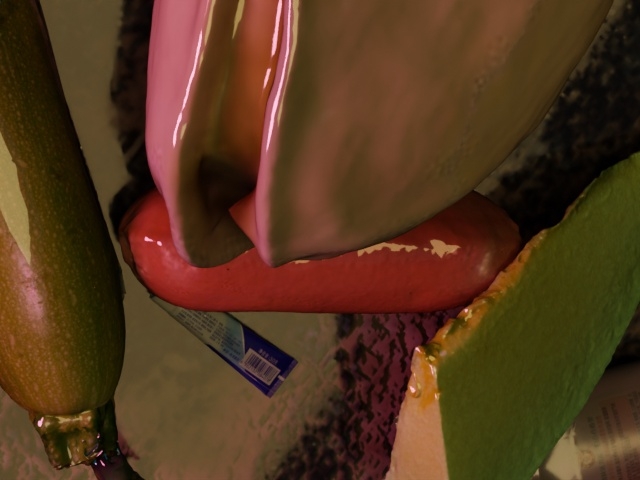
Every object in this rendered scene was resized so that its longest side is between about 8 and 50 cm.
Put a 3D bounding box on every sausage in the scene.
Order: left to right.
[{"bbox_3d":[0.000,0.000,0.735,0.194,0.077,0.077,1,98,-12],"label":"sausage"}]

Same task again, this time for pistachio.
[{"bbox_3d":[0.028,-0.133,0.650,0.208,0.226,0.332,21,83,21],"label":"pistachio"}]

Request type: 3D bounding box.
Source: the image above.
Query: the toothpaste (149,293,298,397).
[{"bbox_3d":[-0.049,0.048,0.766,0.083,0.015,0.024,37,89,-19],"label":"toothpaste"}]

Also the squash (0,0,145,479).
[{"bbox_3d":[-0.145,-0.028,0.701,0.087,0.087,0.331,-17,103,-8],"label":"squash"}]

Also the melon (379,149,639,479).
[{"bbox_3d":[0.112,0.026,0.753,0.262,0.053,0.114,-50,133,-17],"label":"melon"}]

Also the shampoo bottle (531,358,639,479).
[{"bbox_3d":[0.145,0.108,0.797,0.165,0.040,0.080,-14,94,-8],"label":"shampoo bottle"}]
